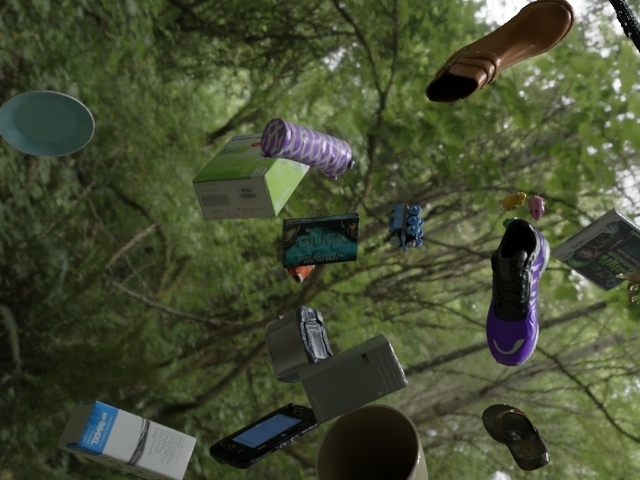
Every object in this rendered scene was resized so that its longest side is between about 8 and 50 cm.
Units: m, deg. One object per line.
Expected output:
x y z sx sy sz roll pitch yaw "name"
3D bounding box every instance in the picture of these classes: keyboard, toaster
0.707 -0.486 1.701 0.023 0.108 0.180 -38 -112 41 "keyboard"
-0.059 0.306 2.103 0.129 0.146 0.227 12 56 -56 "toaster"

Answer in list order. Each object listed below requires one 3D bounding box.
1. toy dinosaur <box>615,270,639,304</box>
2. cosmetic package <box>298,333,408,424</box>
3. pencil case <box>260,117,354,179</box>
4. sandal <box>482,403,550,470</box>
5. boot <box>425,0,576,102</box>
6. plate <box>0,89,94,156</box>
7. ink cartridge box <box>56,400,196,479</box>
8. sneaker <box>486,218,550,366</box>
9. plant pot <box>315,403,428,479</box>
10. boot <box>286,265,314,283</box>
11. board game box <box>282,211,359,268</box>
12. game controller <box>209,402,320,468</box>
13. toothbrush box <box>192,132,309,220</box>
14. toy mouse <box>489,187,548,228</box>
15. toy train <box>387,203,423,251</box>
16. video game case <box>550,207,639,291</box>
0.665 0.083 1.551 0.053 0.183 0.093 -103 -161 -47 "toy dinosaur"
0.075 0.336 1.831 0.107 0.237 0.127 -147 -148 -80 "cosmetic package"
-0.028 -0.192 1.579 0.086 0.206 0.088 41 -70 47 "pencil case"
0.389 0.382 1.513 0.219 0.089 0.060 -111 177 -72 "sandal"
0.353 -0.375 1.504 0.283 0.220 0.109 -11 -66 44 "boot"
-0.558 -0.241 1.528 0.188 0.188 0.024 82 -4 -56 "plate"
-0.350 0.368 1.360 0.148 0.203 0.086 -26 -139 54 "ink cartridge box"
0.367 0.089 1.446 0.146 0.102 0.294 48 51 -52 "sneaker"
0.155 0.579 1.811 0.274 0.256 0.256 61 1 -40 "plant pot"
-0.067 0.050 2.072 0.059 0.085 0.158 12 -38 34 "boot"
0.000 0.000 1.809 0.026 0.186 0.126 -117 -156 -56 "board game box"
-0.144 0.532 2.059 0.166 0.319 0.067 -10 -82 49 "game controller"
-0.175 -0.175 1.964 0.283 0.206 0.122 -59 142 -54 "toothbrush box"
0.503 -0.067 1.865 0.031 0.161 0.143 33 35 -42 "toy mouse"
0.266 -0.041 2.355 0.184 0.105 0.080 -76 157 -48 "toy train"
0.635 0.025 1.645 0.190 0.173 0.022 29 41 -24 "video game case"
